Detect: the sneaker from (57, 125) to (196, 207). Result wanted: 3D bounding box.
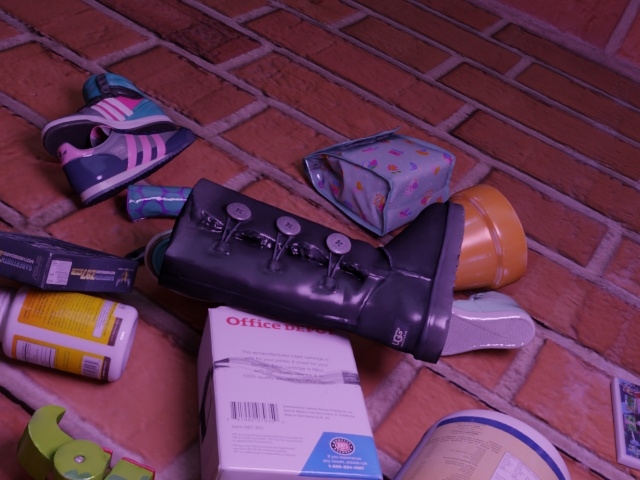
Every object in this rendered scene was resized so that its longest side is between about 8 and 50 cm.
[{"bbox_3d":[-0.369,-0.183,1.678,0.131,0.112,0.319,56,38,-4],"label":"sneaker"}]

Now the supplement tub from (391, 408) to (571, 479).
[{"bbox_3d":[0.173,0.388,1.104,0.228,0.228,0.316,31,38,16],"label":"supplement tub"}]

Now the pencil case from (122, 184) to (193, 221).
[{"bbox_3d":[-0.294,-0.069,1.636,0.152,0.070,0.064,0,5,-20],"label":"pencil case"}]

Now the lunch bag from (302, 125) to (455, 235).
[{"bbox_3d":[0.120,-0.148,1.856,0.223,0.160,0.262,-21,40,-38],"label":"lunch bag"}]

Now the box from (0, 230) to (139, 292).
[{"bbox_3d":[-0.419,0.031,1.324,0.183,0.059,0.233,15,0,20],"label":"box"}]

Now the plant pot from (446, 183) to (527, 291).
[{"bbox_3d":[0.256,0.016,1.651,0.188,0.205,0.205,-19,48,-20],"label":"plant pot"}]

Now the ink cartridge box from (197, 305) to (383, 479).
[{"bbox_3d":[-0.059,0.253,1.262,0.223,0.129,0.307,7,36,-16],"label":"ink cartridge box"}]

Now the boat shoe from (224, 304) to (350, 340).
[{"bbox_3d":[-0.052,0.138,1.457,0.228,0.081,0.079,25,36,7],"label":"boat shoe"}]

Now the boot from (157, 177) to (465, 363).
[{"bbox_3d":[0.000,0.001,1.415,0.445,0.146,0.367,14,33,4],"label":"boot"}]

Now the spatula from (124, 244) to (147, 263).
[{"bbox_3d":[-0.233,-0.004,1.608,0.296,0.030,0.084,-17,48,-39],"label":"spatula"}]

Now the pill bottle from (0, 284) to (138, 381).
[{"bbox_3d":[-0.388,0.131,1.283,0.215,0.117,0.117,15,36,-6],"label":"pill bottle"}]

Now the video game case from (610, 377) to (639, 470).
[{"bbox_3d":[0.611,0.347,1.538,0.183,0.023,0.201,20,37,1],"label":"video game case"}]

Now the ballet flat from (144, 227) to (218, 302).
[{"bbox_3d":[-0.128,0.036,1.542,0.400,0.139,0.139,5,38,-26],"label":"ballet flat"}]

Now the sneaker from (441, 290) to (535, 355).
[{"bbox_3d":[0.255,0.146,1.602,0.256,0.094,0.151,3,13,1],"label":"sneaker"}]

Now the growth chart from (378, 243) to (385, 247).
[{"bbox_3d":[0.227,0.042,1.766,0.237,0.021,0.172,-15,48,-38],"label":"growth chart"}]

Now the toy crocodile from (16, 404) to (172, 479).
[{"bbox_3d":[-0.240,0.327,1.093,0.341,0.115,0.105,25,35,9],"label":"toy crocodile"}]

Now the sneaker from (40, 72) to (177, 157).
[{"bbox_3d":[-0.457,-0.260,1.759,0.296,0.123,0.178,-11,49,-46],"label":"sneaker"}]
